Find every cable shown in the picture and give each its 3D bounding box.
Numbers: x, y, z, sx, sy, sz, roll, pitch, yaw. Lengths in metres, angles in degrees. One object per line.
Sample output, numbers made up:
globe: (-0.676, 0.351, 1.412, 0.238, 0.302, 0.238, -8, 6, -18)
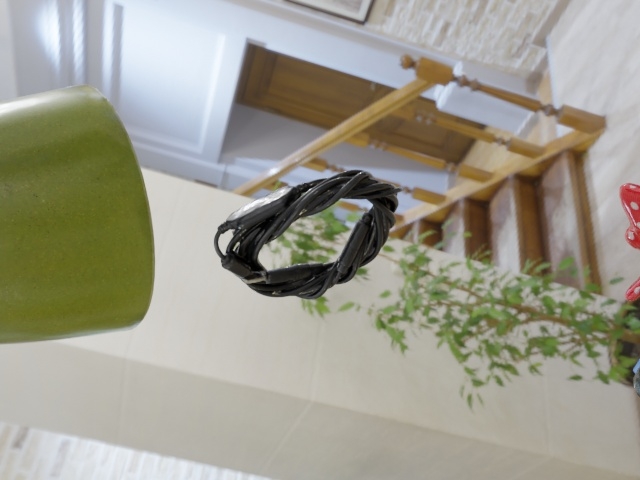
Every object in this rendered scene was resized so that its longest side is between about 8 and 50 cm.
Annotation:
cable: (0.000, 0.000, 0.658, 0.150, 0.185, 0.047, 56, -170, -47)

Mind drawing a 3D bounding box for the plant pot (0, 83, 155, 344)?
plant pot: (-0.359, -0.004, 0.676, 0.275, 0.294, 0.274, 23, 119, 48)

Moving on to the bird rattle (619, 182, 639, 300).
bird rattle: (0.399, 0.008, 0.604, 0.207, 0.253, 0.143, -29, 33, 39)

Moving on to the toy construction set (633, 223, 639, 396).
toy construction set: (0.363, 0.080, 0.509, 0.215, 0.328, 0.151, -51, 9, 16)
